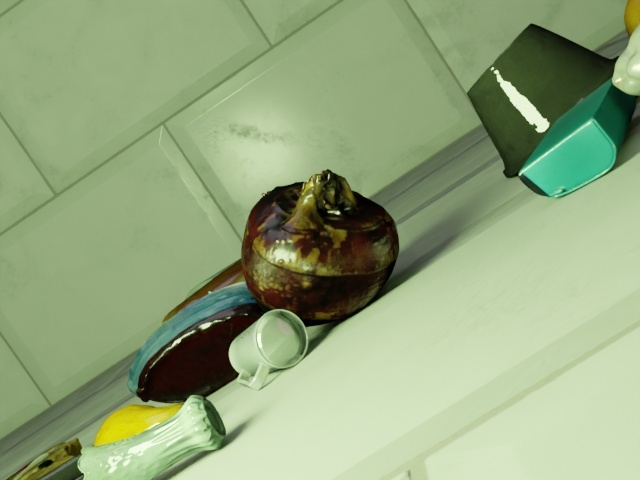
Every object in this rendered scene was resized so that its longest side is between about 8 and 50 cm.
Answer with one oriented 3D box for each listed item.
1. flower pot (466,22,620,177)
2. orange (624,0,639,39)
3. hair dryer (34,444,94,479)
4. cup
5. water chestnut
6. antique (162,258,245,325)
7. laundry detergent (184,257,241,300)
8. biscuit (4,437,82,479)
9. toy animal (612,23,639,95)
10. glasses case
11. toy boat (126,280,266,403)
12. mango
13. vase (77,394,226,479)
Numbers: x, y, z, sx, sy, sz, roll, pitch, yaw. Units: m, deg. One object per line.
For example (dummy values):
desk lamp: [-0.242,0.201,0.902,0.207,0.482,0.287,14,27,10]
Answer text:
flower pot: [0.352,-0.249,1.406,0.269,0.166,0.269,-46,2,2]
orange: [0.607,-0.385,1.481,0.154,0.154,0.134,-44,-24,-69]
hair dryer: [-0.390,0.356,1.227,0.248,0.070,0.114,-26,-1,-27]
cup: [-0.076,0.151,1.107,0.116,0.074,0.104,-34,30,55]
water chestnut: [0.000,0.000,1.168,0.223,0.238,0.224,2,29,-1]
antique: [-0.174,0.124,1.685,0.278,0.129,0.223,-36,5,-36]
laundry detergent: [-0.125,0.069,2.071,0.264,0.125,0.398,-31,2,45]
biscuit: [-0.481,0.402,1.447,0.183,0.047,0.320,-39,7,-28]
toy animal: [0.476,-0.268,0.949,0.258,0.194,0.357,-44,-3,-6]
glasses case: [0.352,-0.137,1.122,0.117,0.070,0.301,-38,3,32]
toy boat: [-0.167,0.149,1.302,0.309,0.129,0.142,-32,18,4]
mango: [-0.230,0.247,1.073,0.190,0.075,0.098,-20,18,46]
vase: [-0.176,0.224,0.912,0.148,0.081,0.081,-30,4,7]
